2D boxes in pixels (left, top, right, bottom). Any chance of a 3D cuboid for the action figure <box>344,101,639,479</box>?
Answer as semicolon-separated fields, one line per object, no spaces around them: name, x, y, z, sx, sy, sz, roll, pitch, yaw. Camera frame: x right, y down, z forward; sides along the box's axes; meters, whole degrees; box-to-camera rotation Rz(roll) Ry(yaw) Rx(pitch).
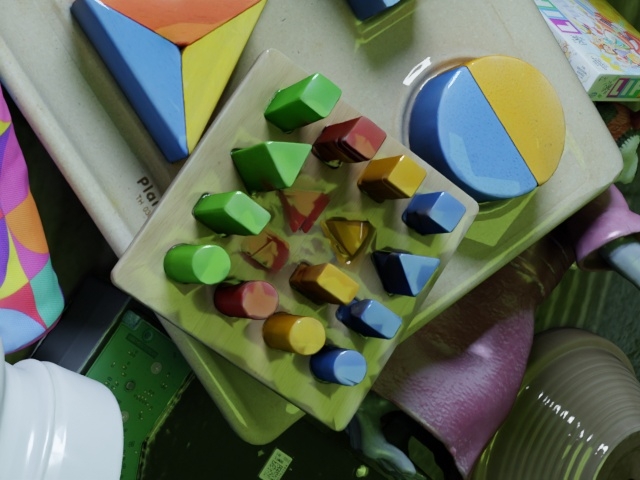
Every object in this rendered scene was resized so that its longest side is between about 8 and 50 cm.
action figure;0.130;0.010;0.960;0.276;0.248;0.370;35;81;-15

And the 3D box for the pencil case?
pencil case;-0.215;-0.045;0.672;0.104;0.104;0.236;-30;122;-30

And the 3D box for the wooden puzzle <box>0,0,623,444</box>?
wooden puzzle;0.012;-0.096;0.764;0.348;0.080;0.322;-36;100;-21

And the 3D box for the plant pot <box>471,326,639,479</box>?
plant pot;0.240;0.206;1.136;0.237;0.110;0.237;-13;112;-37

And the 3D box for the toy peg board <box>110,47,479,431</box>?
toy peg board;0.000;0.000;0.679;0.161;0.079;0.161;36;78;-15

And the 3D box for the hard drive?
hard drive;-0.103;0.205;0.874;0.339;0.064;0.236;42;76;-41

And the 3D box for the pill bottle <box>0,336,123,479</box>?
pill bottle;-0.269;0.077;0.561;0.334;0.188;0.187;26;87;-29

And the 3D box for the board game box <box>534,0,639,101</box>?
board game box;0.191;-0.164;0.945;0.103;0.154;0.026;-6;138;-40
